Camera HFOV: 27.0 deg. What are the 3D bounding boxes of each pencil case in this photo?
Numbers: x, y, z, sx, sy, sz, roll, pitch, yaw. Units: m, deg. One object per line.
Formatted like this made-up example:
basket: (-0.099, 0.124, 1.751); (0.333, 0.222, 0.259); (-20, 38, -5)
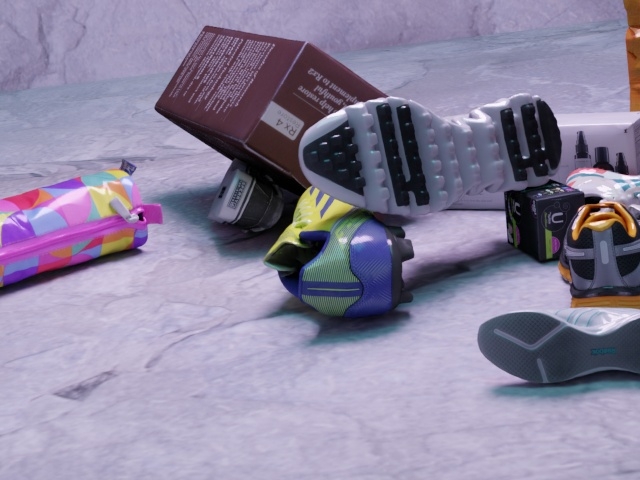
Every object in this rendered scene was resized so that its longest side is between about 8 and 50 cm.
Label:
pencil case: (-0.295, -0.012, 1.437); (0.236, 0.104, 0.104); (-20, 19, -35)

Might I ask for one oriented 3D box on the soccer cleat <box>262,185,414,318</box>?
soccer cleat: (0.000, -0.001, 1.248); (0.121, 0.093, 0.289); (-3, 15, -11)

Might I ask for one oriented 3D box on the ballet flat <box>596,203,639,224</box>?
ballet flat: (0.292, -0.016, 1.284); (0.114, 0.041, 0.041); (5, 19, 39)

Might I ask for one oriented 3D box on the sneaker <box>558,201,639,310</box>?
sneaker: (0.247, 0.003, 1.149); (0.084, 0.083, 0.215); (-7, 13, 8)

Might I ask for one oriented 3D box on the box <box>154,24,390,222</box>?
box: (-0.045, -0.144, 1.575); (0.191, 0.143, 0.381); (32, 0, -25)

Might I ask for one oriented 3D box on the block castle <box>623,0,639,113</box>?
block castle: (0.548, -0.218, 1.406); (0.453, 0.302, 0.213); (0, 14, 28)

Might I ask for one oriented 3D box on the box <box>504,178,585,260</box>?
box: (0.217, -0.021, 1.291); (0.052, 0.062, 0.083); (-10, 15, -13)

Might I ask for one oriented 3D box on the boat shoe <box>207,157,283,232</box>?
boat shoe: (-0.082, -0.043, 1.520); (0.070, 0.077, 0.219); (24, 4, -9)

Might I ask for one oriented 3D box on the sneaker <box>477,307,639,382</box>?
sneaker: (0.192, 0.075, 0.980); (0.152, 0.053, 0.061); (1, 6, 7)

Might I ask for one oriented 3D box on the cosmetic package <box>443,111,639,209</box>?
cosmetic package: (0.236, -0.086, 1.458); (0.239, 0.098, 0.060); (1, 16, 30)

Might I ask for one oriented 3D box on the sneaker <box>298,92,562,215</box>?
sneaker: (0.092, -0.076, 1.258); (0.292, 0.110, 0.118); (-5, -2, -37)

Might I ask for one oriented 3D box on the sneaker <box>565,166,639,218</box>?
sneaker: (0.317, -0.036, 1.343); (0.161, 0.057, 0.075); (2, 34, 28)
